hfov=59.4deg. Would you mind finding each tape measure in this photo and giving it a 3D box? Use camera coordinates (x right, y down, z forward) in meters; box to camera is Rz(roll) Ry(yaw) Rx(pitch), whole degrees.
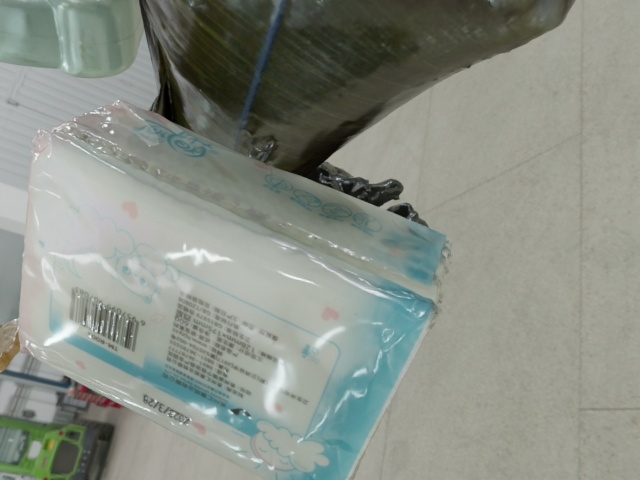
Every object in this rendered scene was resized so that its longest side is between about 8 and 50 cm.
[{"bbox_3d":[-0.327,-0.308,0.719,0.243,0.246,0.125,-94,11,-47],"label":"tape measure"}]

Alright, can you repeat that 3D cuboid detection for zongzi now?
[{"bbox_3d":[-0.109,-0.211,0.409,0.403,0.432,0.208,-30,42,47],"label":"zongzi"}]

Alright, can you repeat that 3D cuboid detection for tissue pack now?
[{"bbox_3d":[-0.067,0.042,0.402,0.124,0.271,0.201,-51,-17,-62],"label":"tissue pack"}]

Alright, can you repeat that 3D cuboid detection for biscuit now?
[{"bbox_3d":[-0.486,0.170,0.818,0.184,0.027,0.133,-32,29,14],"label":"biscuit"}]

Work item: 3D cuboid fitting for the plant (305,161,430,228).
[{"bbox_3d":[0.000,0.000,0.695,0.276,0.188,0.199,29,93,29],"label":"plant"}]
